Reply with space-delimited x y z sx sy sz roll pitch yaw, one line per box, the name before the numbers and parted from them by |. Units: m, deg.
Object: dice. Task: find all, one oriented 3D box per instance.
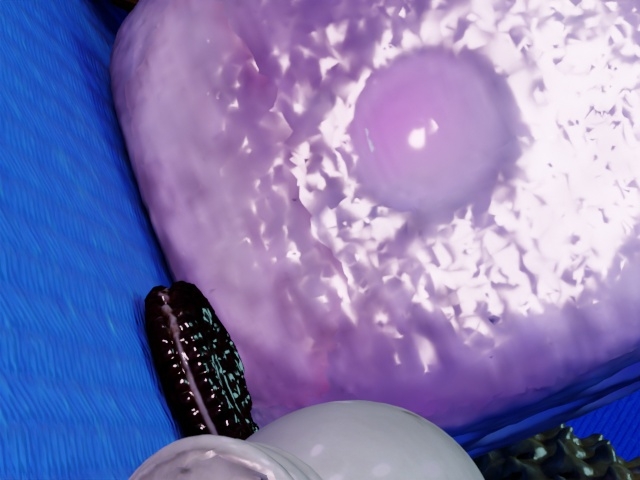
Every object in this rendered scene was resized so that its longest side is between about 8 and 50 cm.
dice | 0.060 -0.029 0.966 0.271 0.270 0.270 57 11 -78

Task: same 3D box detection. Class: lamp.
lamp | -0.005 0.098 0.585 0.106 0.106 0.193 68 12 18

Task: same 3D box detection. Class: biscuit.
biscuit | -0.047 0.056 0.755 0.089 0.027 0.087 51 16 -81

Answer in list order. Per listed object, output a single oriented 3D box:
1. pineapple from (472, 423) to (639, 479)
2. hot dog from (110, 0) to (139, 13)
pineapple | 0.122 0.194 1.344 0.357 0.223 0.223 45 -12 40
hot dog | -0.089 -0.199 1.079 0.259 0.114 0.175 -66 132 -87
